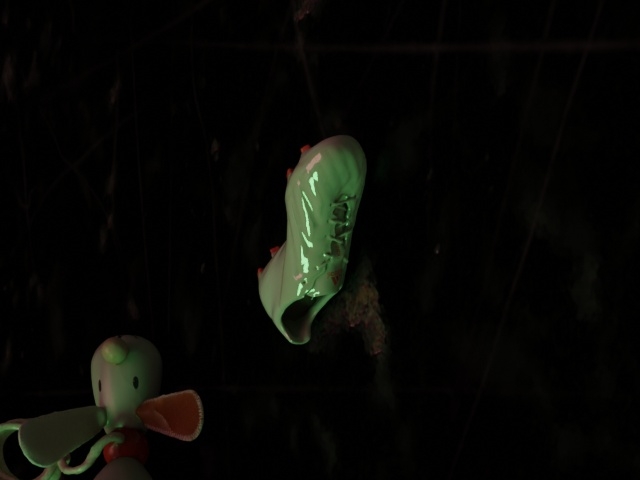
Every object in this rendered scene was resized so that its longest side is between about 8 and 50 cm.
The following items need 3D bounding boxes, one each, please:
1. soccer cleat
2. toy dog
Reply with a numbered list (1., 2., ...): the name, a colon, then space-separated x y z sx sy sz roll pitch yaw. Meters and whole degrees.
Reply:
1. soccer cleat: 0.000 0.000 1.266 0.076 0.068 0.196 63 147 36
2. toy dog: -0.199 0.222 1.478 0.334 0.220 0.161 59 170 35
